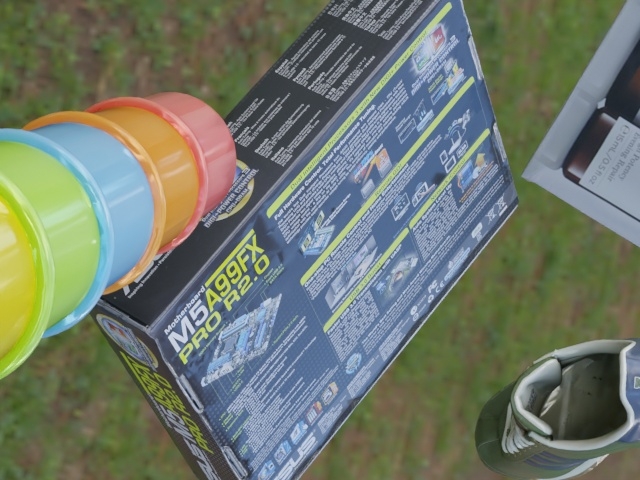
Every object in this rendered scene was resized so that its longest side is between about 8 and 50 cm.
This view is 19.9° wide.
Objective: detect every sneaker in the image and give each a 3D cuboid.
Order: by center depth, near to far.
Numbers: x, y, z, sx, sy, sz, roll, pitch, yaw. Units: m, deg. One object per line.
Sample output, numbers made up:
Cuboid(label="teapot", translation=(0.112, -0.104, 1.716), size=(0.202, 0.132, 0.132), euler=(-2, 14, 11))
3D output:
Cuboid(label="sneaker", translation=(0.125, 0.083, 0.939), size=(0.086, 0.192, 0.064), euler=(12, 71, -33))

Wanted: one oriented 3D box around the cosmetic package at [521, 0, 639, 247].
Cuboid(label="cosmetic package", translation=(0.145, -0.092, 0.375), size=(0.239, 0.099, 0.060), euler=(-61, 175, 18))

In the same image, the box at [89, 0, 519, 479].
Cuboid(label="box", translation=(0.000, 0.000, 1.057), size=(0.270, 0.060, 0.216), euler=(-50, 145, -19))

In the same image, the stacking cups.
Cuboid(label="stacking cups", translation=(-0.118, -0.010, 0.736), size=(0.316, 0.096, 0.096), euler=(-44, 140, -72))
